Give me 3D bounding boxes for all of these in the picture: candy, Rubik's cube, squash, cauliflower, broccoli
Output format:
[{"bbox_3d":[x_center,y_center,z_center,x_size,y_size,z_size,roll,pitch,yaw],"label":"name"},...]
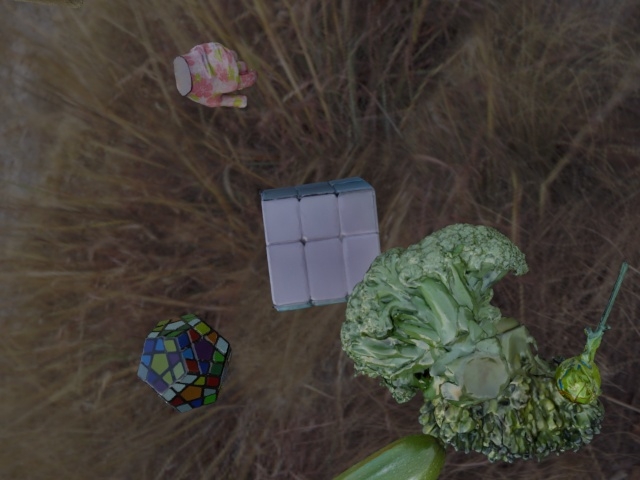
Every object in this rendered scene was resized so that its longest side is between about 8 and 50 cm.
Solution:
[{"bbox_3d":[0.474,0.159,1.357,0.077,0.073,0.262,21,104,16],"label":"candy"},{"bbox_3d":[-0.181,0.164,1.062,0.112,0.133,0.133,15,84,-1],"label":"Rubik's cube"},{"bbox_3d":[0.000,0.000,1.607,0.224,0.231,0.221,-8,100,-2],"label":"Rubik's cube"},{"bbox_3d":[0.103,0.347,1.167,0.188,0.095,0.095,-40,58,17],"label":"squash"},{"bbox_3d":[0.168,0.124,1.121,0.272,0.275,0.250,-20,45,-7],"label":"cauliflower"},{"bbox_3d":[0.357,0.312,1.532,0.324,0.272,0.334,-44,15,-7],"label":"broccoli"}]

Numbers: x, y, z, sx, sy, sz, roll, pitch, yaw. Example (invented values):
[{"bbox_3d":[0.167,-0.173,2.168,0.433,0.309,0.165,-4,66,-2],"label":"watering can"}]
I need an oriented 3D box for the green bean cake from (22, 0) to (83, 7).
[{"bbox_3d":[-0.546,-0.519,1.527,0.179,0.085,0.109,8,90,7],"label":"green bean cake"}]

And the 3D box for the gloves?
[{"bbox_3d":[-0.232,-0.398,1.893,0.126,0.241,0.145,-35,77,50],"label":"gloves"}]
